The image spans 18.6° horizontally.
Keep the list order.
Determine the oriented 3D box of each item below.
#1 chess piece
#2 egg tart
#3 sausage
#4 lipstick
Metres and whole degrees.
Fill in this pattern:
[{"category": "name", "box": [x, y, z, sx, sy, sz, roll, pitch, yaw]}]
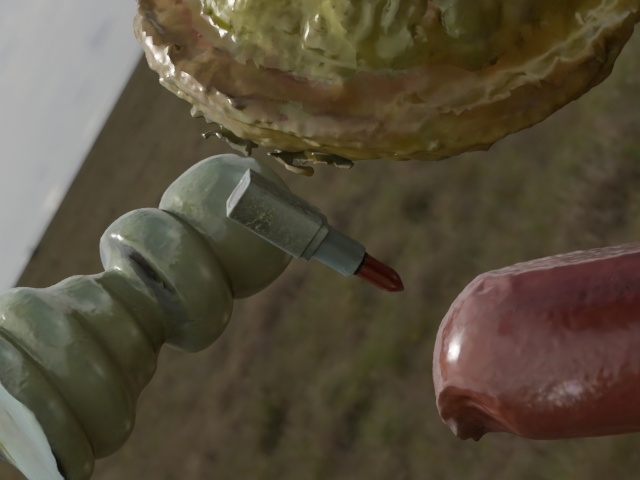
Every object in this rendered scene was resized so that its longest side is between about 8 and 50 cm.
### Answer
[{"category": "chess piece", "box": [-0.153, 0.054, 1.683, 0.330, 0.182, 0.182, -41, -3, -23]}, {"category": "egg tart", "box": [0.042, -0.153, 1.010, 0.288, 0.288, 0.118, -67, -22, -47]}, {"category": "sausage", "box": [0.200, 0.073, 1.409, 0.148, 0.254, 0.148, -7, -90, -77]}, {"category": "lipstick", "box": [0.000, 0.000, 1.279, 0.030, 0.129, 0.030, -55, 15, 16]}]
